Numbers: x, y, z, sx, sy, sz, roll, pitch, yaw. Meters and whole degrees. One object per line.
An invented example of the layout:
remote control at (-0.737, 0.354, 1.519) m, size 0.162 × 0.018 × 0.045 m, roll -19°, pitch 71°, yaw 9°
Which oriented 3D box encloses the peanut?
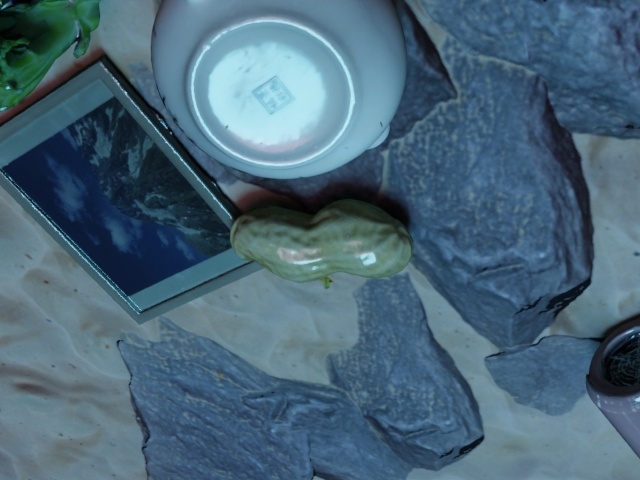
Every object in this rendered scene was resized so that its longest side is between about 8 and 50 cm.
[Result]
peanut at (0.000, 0.000, 0.895) m, size 0.187 × 0.082 × 0.082 m, roll -2°, pitch 126°, yaw 14°

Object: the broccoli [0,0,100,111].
broccoli at (-0.311, -0.195, 0.728) m, size 0.294 × 0.245 × 0.265 m, roll -14°, pitch 91°, yaw 47°

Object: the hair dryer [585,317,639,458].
hair dryer at (0.467, 0.125, 0.891) m, size 0.352 × 0.125 × 0.210 m, roll -34°, pitch 113°, yaw 20°

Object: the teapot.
teapot at (-0.042, -0.169, 0.739) m, size 0.208 × 0.166 × 0.300 m, roll -21°, pitch 113°, yaw 33°

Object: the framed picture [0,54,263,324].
framed picture at (-0.207, -0.039, 0.940) m, size 0.209 × 0.019 × 0.281 m, roll -26°, pitch 118°, yaw 28°
